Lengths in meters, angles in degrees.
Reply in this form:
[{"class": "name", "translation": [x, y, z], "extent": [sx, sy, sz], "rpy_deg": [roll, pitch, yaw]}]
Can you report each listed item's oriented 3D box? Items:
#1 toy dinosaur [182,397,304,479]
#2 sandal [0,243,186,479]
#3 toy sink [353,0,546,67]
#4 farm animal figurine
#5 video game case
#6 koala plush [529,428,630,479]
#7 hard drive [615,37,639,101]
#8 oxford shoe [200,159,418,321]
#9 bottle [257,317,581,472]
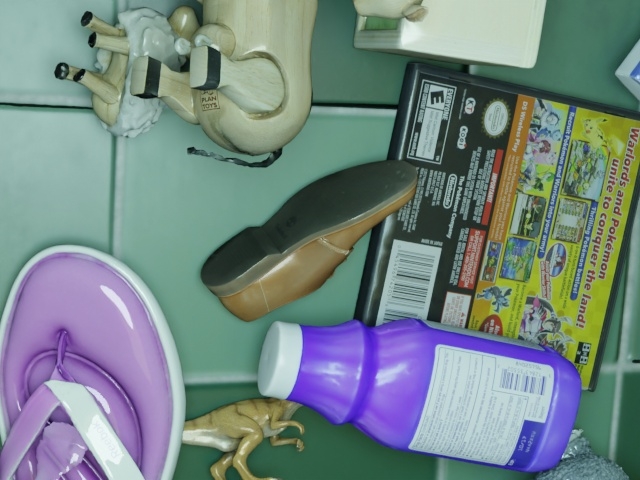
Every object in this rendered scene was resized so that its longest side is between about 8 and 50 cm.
[{"class": "toy dinosaur", "translation": [-0.085, 0.175, 1.172], "extent": [0.212, 0.064, 0.112], "rpy_deg": [-10, 74, -13]}, {"class": "sandal", "translation": [-0.208, 0.213, 1.096], "extent": [0.169, 0.102, 0.416], "rpy_deg": [4, 99, 2]}, {"class": "toy sink", "translation": [0.114, -0.271, 1.095], "extent": [0.131, 0.153, 0.234], "rpy_deg": [7, 98, -15]}, {"class": "farm animal figurine", "translation": [-0.026, -0.209, 1.006], "extent": [0.172, 0.330, 0.326], "rpy_deg": [17, 92, -45]}, {"class": "video game case", "translation": [0.172, -0.008, 1.211], "extent": [0.248, 0.035, 0.274], "rpy_deg": [10, 95, -15]}, {"class": "koala plush", "translation": [0.215, 0.289, 1.199], "extent": [0.203, 0.196, 0.221], "rpy_deg": [38, 88, -28]}, {"class": "hard drive", "translation": [0.441, -0.222, 1.219], "extent": [0.210, 0.040, 0.318], "rpy_deg": [38, 87, -29]}, {"class": "oxford shoe", "translation": [0.000, 0.000, 1.153], "extent": [0.212, 0.076, 0.076], "rpy_deg": [-31, 126, 5]}, {"class": "bottle", "translation": [0.087, 0.130, 1.144], "extent": [0.283, 0.092, 0.118], "rpy_deg": [12, 99, -15]}]
